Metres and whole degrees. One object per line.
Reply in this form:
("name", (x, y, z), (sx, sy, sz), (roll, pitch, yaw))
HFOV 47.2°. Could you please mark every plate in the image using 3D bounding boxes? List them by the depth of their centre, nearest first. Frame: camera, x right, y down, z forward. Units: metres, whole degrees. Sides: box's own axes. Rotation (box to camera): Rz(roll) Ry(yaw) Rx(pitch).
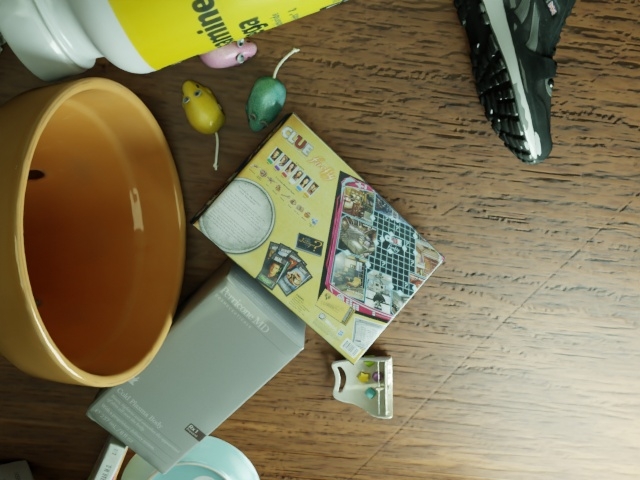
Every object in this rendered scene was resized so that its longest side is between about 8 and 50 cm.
("plate", (-0.172, 0.340, 0.965), (0.188, 0.024, 0.188), (0, 109, -1))

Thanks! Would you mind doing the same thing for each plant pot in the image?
("plant pot", (-0.288, -0.004, 0.724), (0.204, 0.291, 0.290), (-2, 110, 15))

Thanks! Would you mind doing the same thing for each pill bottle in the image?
("pill bottle", (-0.125, -0.268, 0.673), (0.334, 0.188, 0.187), (-19, 109, 5))

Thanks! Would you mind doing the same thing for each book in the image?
("book", (-0.263, 0.283, 0.903), (0.035, 0.096, 0.144), (24, 106, -9))

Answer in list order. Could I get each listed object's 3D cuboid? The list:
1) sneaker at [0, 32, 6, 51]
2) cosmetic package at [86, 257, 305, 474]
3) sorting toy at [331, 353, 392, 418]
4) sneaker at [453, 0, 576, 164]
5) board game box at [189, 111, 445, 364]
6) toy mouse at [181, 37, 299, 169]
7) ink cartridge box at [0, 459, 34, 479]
("sneaker", (-0.424, -0.189, 0.732), (0.146, 0.102, 0.293), (33, 105, -12))
("cosmetic package", (-0.140, 0.142, 0.858), (0.127, 0.107, 0.238), (43, 105, -11))
("sorting toy", (0.052, 0.174, 0.910), (0.075, 0.045, 0.083), (0, 109, 5))
("sneaker", (0.218, -0.221, 0.751), (0.124, 0.107, 0.283), (-21, 109, -2))
("board game box", (0.000, 0.000, 0.823), (0.243, 0.042, 0.165), (43, 85, -14))
("toy mouse", (-0.087, -0.172, 0.789), (0.143, 0.031, 0.161), (-23, 108, 6))
("ink cartridge box", (-0.421, 0.451, 0.913), (0.130, 0.272, 0.309), (-2, 113, -34))
